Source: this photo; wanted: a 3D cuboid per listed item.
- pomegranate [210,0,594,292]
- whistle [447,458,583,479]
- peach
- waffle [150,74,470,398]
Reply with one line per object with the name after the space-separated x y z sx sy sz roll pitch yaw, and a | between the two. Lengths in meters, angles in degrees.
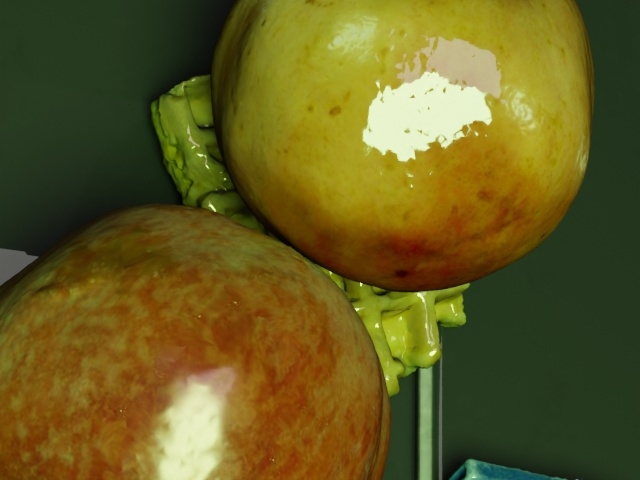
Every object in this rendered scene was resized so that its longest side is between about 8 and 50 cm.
0.041 -0.069 0.872 0.209 0.209 0.209 7 72 -22 | pomegranate
0.147 0.187 0.967 0.158 0.090 0.090 14 69 -19 | whistle
-0.091 0.112 0.811 0.232 0.232 0.257 34 72 -11 | peach
0.000 0.000 0.976 0.160 0.055 0.211 -11 80 -27 | waffle
